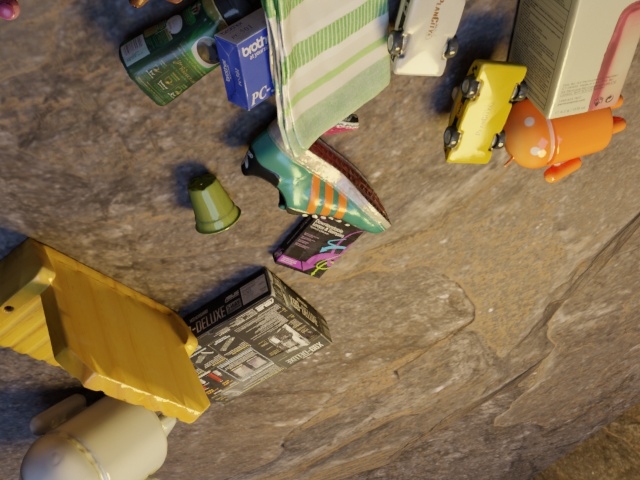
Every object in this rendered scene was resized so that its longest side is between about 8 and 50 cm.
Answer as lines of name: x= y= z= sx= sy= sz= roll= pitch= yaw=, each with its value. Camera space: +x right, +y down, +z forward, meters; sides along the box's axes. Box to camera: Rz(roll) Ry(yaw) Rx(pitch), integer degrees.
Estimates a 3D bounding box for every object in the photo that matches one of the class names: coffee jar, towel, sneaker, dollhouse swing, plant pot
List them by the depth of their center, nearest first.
towel: x=0.020 y=-0.297 z=0.848 sx=0.248 sy=0.038 sz=0.325 roll=-42 pitch=145 yaw=-30
coffee jar: x=-0.170 y=-0.267 z=0.865 sx=0.184 sy=0.079 sz=0.096 roll=-29 pitch=145 yaw=9
sneaker: x=0.000 y=-0.208 z=1.001 sx=0.063 sy=0.075 sz=0.170 roll=-6 pitch=177 yaw=44
plant pot: x=-0.184 y=-0.066 z=1.076 sx=0.083 sy=0.083 sz=0.079 roll=-19 pitch=125 yaw=-1
sneaker: x=-0.005 y=-0.088 z=1.099 sx=0.121 sy=0.108 sz=0.302 roll=-39 pitch=126 yaw=21
dollhouse swing: x=-0.412 y=0.221 z=1.112 sx=0.315 sy=0.305 sz=0.347 roll=-36 pitch=136 yaw=16

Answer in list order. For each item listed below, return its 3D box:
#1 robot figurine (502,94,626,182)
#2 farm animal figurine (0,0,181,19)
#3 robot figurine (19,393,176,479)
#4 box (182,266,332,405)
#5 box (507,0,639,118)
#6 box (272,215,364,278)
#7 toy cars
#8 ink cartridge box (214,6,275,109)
robot figurine: x=0.414 y=-0.197 z=1.119 sx=0.219 sy=0.128 sz=0.158 roll=-15 pitch=144 yaw=-5
farm animal figurine: x=-0.273 y=-0.389 z=0.650 sx=0.330 sy=0.172 sz=0.327 roll=4 pitch=118 yaw=-25
robot figurine: x=-0.462 y=0.450 z=1.331 sx=0.353 sy=0.300 sz=0.200 roll=-29 pitch=154 yaw=-55
box: x=-0.165 y=0.214 z=1.362 sx=0.307 sy=0.076 sz=0.242 roll=-32 pitch=136 yaw=13
box: x=0.384 y=-0.325 z=0.963 sx=0.126 sy=0.149 sz=0.232 roll=-12 pitch=137 yaw=-9
box: x=0.000 y=0.000 z=1.240 sx=0.116 sy=0.029 sz=0.162 roll=21 pitch=122 yaw=-35
toy cars: x=0.206 y=-0.281 z=0.994 sx=0.176 sy=0.087 sz=0.394 roll=-30 pitch=133 yaw=14
ink cartridge box: x=-0.044 y=-0.269 z=0.859 sx=0.207 sy=0.046 sz=0.097 roll=-41 pitch=146 yaw=-29
